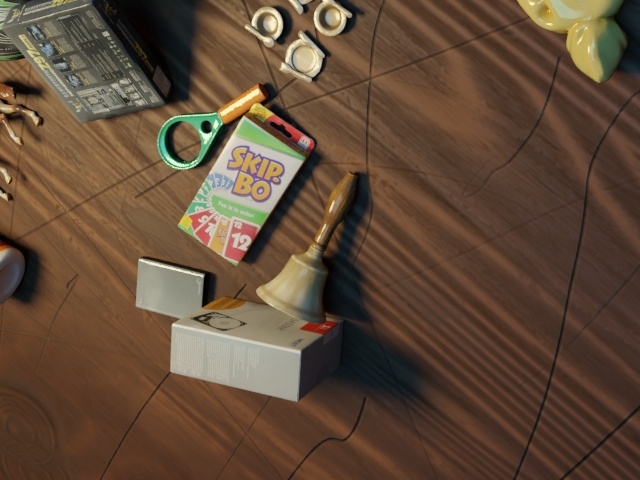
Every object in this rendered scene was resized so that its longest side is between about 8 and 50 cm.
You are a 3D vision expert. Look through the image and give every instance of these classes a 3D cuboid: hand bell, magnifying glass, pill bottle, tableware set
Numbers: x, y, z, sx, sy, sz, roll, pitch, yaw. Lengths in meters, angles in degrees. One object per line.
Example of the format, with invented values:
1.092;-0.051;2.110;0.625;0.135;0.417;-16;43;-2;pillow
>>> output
0.000;0.000;1.747;0.126;0.126;0.242;27;100;15;hand bell
-0.182;-0.195;1.806;0.231;0.026;0.092;-29;91;26;magnifying glass
-0.677;0.026;2.025;0.221;0.121;0.121;26;112;15;pill bottle
-0.031;-0.346;1.703;0.141;0.020;0.169;42;116;9;tableware set

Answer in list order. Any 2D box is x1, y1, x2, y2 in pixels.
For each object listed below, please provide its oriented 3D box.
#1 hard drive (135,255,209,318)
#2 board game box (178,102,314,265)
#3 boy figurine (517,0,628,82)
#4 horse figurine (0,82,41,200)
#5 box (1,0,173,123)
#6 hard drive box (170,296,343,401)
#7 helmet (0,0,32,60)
-0.263;0.088;1.914;0.135;0.022;0.094;13;108;20;hard drive
-0.124;-0.092;1.792;0.124;0.039;0.259;34;112;0;board game box
0.358;-0.360;1.490;0.177;0.092;0.285;-23;94;26;boy figurine
-0.618;-0.193;1.977;0.174;0.066;0.263;32;116;7;horse figurine
-0.379;-0.303;1.774;0.183;0.059;0.233;-9;138;25;box
-0.102;0.174;1.778;0.232;0.181;0.089;10;106;20;hard drive box
-0.539;-0.383;1.836;0.169;0.161;0.170;7;105;25;helmet
